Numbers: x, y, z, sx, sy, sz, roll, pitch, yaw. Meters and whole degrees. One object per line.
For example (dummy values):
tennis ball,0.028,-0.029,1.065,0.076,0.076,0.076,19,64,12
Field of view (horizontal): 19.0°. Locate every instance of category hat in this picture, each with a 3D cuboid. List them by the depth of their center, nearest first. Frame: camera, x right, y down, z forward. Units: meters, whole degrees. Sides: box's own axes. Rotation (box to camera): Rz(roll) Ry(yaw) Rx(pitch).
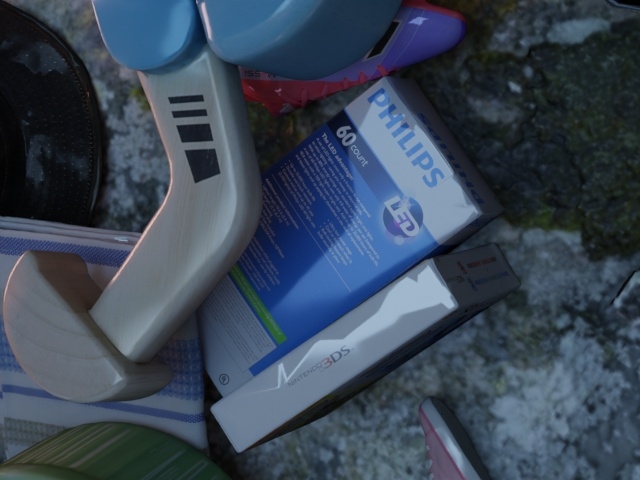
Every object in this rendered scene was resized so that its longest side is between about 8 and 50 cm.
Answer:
hat,-0.352,-0.072,1.616,0.331,0.134,0.331,0,91,21

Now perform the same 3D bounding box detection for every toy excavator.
toy excavator,-0.078,-0.146,1.378,0.433,0.222,0.445,-22,78,21

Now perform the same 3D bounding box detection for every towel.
towel,-0.181,0.119,1.559,0.209,0.034,0.285,6,112,27

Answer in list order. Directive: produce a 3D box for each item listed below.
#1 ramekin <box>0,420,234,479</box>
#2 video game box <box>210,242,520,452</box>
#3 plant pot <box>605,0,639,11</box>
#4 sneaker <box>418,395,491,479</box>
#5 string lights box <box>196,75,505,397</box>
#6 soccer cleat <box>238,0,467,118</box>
ramekin,-0.171,0.291,1.512,0.303,0.148,0.303,9,113,24
video game box,0.039,0.078,1.441,0.205,0.187,0.048,-35,79,19
plant pot,0.320,-0.234,1.336,0.187,0.167,0.188,12,95,20
sneaker,0.096,0.193,1.495,0.070,0.051,0.134,-31,85,14
string lights box,0.000,0.000,1.512,0.259,0.077,0.133,-37,79,18
soccer cleat,-0.001,-0.140,1.502,0.248,0.083,0.095,-1,80,25
